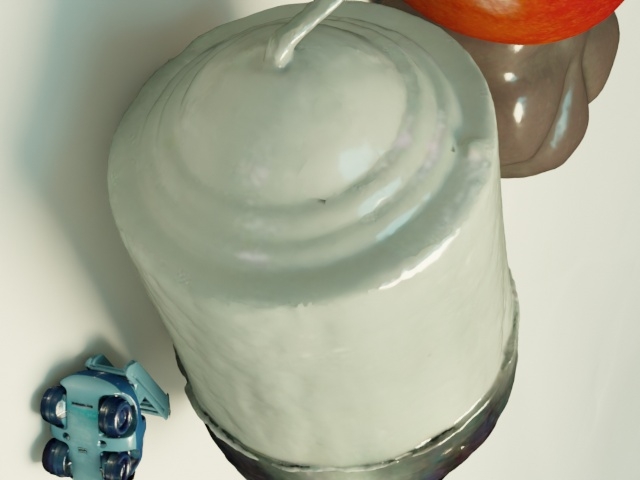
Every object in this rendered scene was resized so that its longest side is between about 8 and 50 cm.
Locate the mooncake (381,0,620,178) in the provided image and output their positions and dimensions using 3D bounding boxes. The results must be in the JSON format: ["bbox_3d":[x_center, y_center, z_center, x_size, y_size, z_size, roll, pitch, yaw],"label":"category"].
[{"bbox_3d":[0.140,-0.162,0.958,0.245,0.133,0.245,-27,123,-53],"label":"mooncake"}]

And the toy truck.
[{"bbox_3d":[-0.124,0.105,0.753,0.090,0.056,0.073,-39,134,-62],"label":"toy truck"}]

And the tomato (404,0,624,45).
[{"bbox_3d":[0.100,-0.267,0.716,0.298,0.226,0.298,-32,127,-54],"label":"tomato"}]

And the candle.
[{"bbox_3d":[0.000,0.000,0.712,0.221,0.221,0.342,-55,151,-25],"label":"candle"}]
